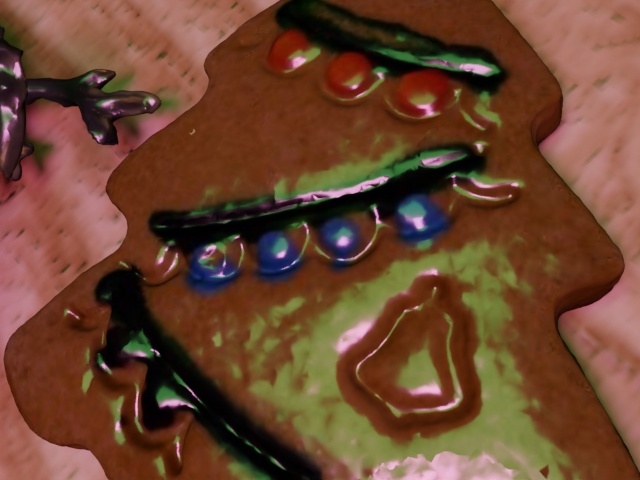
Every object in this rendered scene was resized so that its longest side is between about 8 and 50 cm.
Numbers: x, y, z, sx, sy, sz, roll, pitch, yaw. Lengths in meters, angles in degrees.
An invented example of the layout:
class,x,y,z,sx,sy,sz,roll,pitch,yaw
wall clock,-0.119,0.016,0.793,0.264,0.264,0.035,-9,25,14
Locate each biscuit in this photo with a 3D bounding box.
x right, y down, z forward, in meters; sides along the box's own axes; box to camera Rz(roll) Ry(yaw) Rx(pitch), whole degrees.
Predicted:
class,x,y,z,sx,sy,sz,roll,pitch,yaw
biscuit,0.000,0.000,0.358,0.278,0.043,0.301,5,76,21

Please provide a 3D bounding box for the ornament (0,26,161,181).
class,x,y,z,sx,sy,sz,roll,pitch,yaw
ornament,-0.155,-0.134,0.423,0.202,0.080,0.236,-46,56,7
